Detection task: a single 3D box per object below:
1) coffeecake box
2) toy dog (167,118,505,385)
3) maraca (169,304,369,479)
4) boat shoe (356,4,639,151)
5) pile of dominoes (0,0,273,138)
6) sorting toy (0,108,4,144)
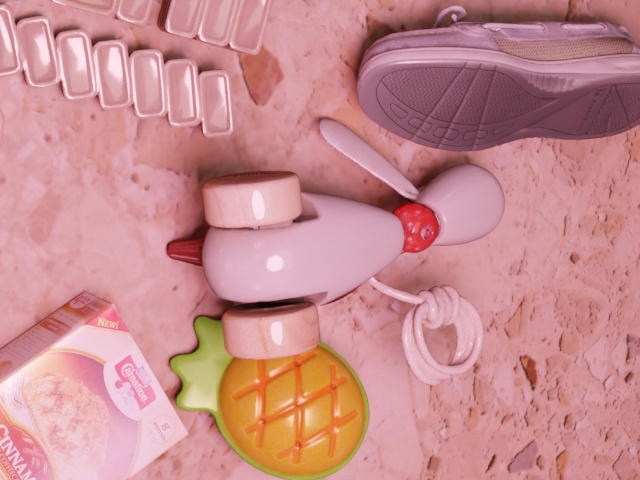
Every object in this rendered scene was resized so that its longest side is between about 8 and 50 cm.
[{"bbox_3d":[-0.227,0.155,1.505,0.185,0.068,0.142,-36,114,-19],"label":"coffeecake box"},{"bbox_3d":[0.000,0.000,1.582,0.334,0.161,0.220,12,89,-45],"label":"toy dog"},{"bbox_3d":[-0.044,0.137,1.592,0.186,0.099,0.127,32,76,-4],"label":"maraca"},{"bbox_3d":[0.171,-0.158,1.656,0.320,0.103,0.118,-4,142,-25],"label":"boat shoe"},{"bbox_3d":[-0.166,-0.206,1.502,0.251,0.040,0.196,14,93,-22],"label":"pile of dominoes"},{"bbox_3d":[-0.337,-0.024,1.390,0.208,0.038,0.193,1,100,-62],"label":"sorting toy"}]
